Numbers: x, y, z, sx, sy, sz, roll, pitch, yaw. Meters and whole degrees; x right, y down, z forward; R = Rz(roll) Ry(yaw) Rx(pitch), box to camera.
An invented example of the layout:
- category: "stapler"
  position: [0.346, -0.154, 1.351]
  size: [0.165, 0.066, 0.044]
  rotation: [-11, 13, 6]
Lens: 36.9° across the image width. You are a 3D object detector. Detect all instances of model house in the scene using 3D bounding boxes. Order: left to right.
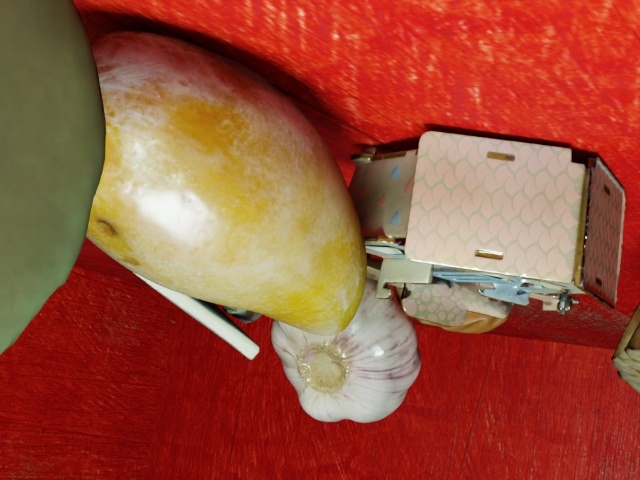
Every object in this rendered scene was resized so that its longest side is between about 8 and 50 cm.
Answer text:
- category: "model house"
  position: [0.198, 0.002, 0.986]
  size: [0.326, 0.169, 0.244]
  rotation: [15, 168, -26]

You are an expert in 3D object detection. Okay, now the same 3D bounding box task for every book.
- category: "book"
  position: [-0.267, 0.044, 1.565]
  size: [0.264, 0.031, 0.379]
  rotation: [42, 175, -36]

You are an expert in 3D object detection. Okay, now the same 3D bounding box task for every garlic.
- category: "garlic"
  position: [0.053, 0.137, 1.462]
  size: [0.245, 0.245, 0.253]
  rotation: [6, -154, 24]

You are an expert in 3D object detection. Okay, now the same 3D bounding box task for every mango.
- category: "mango"
  position: [-0.084, -0.040, 0.845]
  size: [0.384, 0.199, 0.221]
  rotation: [41, -176, -35]

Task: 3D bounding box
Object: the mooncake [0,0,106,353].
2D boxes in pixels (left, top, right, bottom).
- category: "mooncake"
  position: [-0.313, -0.066, 0.535]
  size: [0.356, 0.357, 0.194]
  rotation: [16, 167, -34]

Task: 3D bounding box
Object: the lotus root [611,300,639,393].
- category: "lotus root"
  position: [0.500, 0.109, 1.163]
  size: [0.316, 0.250, 0.316]
  rotation: [21, 172, 3]

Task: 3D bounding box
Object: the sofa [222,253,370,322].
- category: "sofa"
  position: [-0.033, 0.060, 1.586]
  size: [0.225, 0.176, 0.210]
  rotation: [10, 171, 4]

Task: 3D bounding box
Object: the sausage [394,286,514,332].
- category: "sausage"
  position: [0.215, 0.068, 1.474]
  size: [0.241, 0.136, 0.120]
  rotation: [14, -158, -39]

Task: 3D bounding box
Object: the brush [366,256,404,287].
- category: "brush"
  position: [0.000, 0.000, 1.404]
  size: [0.327, 0.065, 0.070]
  rotation: [18, -168, 20]
